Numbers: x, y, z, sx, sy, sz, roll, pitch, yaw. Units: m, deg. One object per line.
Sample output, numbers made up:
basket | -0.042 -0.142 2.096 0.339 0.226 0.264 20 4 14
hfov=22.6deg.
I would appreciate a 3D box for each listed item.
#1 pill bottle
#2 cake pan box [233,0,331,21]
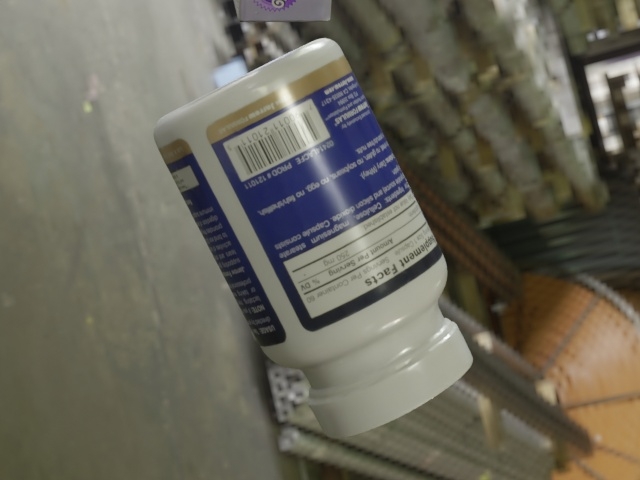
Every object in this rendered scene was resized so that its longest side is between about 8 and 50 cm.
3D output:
pill bottle | 0.000 0.000 1.174 0.265 0.153 0.153 64 15 -6
cake pan box | -0.033 -0.295 1.071 0.246 0.070 0.267 -102 -167 -64
